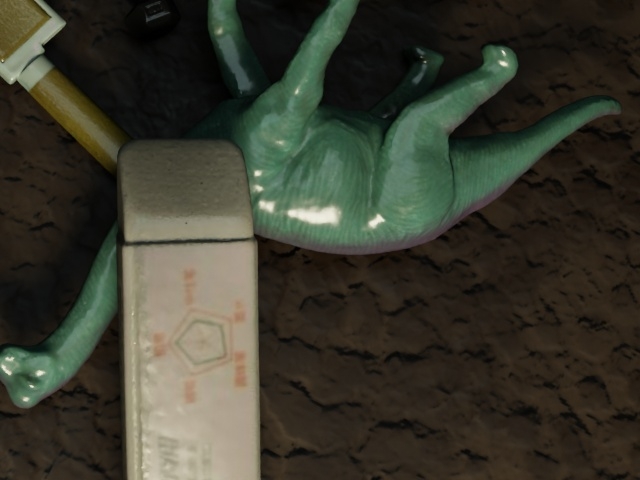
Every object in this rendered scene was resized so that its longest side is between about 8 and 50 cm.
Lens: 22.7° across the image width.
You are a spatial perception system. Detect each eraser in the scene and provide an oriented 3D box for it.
[{"bbox_3d":[-0.084,0.112,1.024,0.089,0.061,0.352,-2,99,-14],"label":"eraser"}]

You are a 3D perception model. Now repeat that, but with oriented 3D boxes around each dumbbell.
[{"bbox_3d":[-0.133,-0.185,1.145,0.036,0.040,0.083,-28,81,15],"label":"dumbbell"}]

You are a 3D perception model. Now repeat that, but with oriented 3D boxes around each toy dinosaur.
[{"bbox_3d":[0.000,0.000,1.101,0.383,0.129,0.331,18,85,-14],"label":"toy dinosaur"}]

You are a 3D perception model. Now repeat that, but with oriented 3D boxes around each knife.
[{"bbox_3d":[-0.209,-0.141,1.125,0.343,0.027,0.061,43,73,-1],"label":"knife"}]
